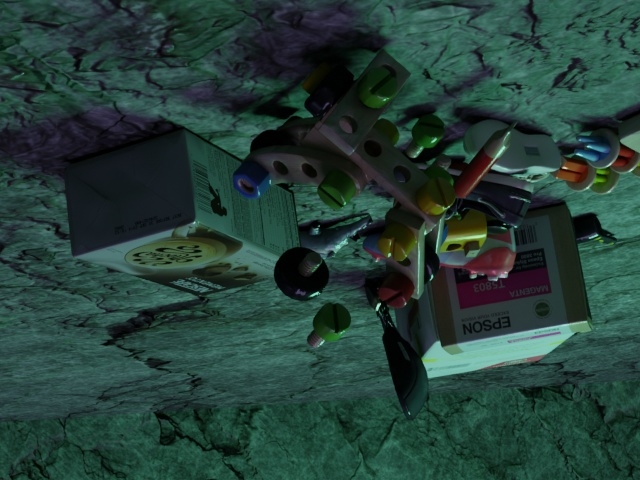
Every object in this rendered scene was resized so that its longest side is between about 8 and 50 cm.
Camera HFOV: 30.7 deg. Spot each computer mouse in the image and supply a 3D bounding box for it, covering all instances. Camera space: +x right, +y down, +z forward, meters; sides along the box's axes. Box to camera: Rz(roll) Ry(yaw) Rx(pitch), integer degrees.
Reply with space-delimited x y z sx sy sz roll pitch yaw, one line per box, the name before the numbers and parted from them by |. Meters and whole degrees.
computer mouse | 0.141 0.181 2.085 0.060 0.262 0.184 -19 126 5

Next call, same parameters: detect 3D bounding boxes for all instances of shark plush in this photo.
shark plush | 0.000 0.000 1.745 0.161 0.073 0.067 -10 135 25

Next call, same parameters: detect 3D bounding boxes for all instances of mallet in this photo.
mallet | 0.456 -0.006 1.973 0.062 0.039 0.190 -15 167 21

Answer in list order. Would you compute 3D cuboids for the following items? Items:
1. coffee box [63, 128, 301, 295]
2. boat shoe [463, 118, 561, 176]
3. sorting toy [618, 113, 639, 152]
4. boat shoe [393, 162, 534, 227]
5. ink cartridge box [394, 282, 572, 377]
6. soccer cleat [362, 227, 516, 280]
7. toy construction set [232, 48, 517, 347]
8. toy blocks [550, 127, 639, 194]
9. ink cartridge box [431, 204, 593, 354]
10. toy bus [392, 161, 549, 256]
coffee box | -0.160 -0.024 1.450 0.168 0.119 0.297 -15 163 20
boat shoe | 0.226 -0.109 1.453 0.063 0.066 0.184 -22 168 40
sorting toy | 0.549 -0.108 1.432 0.255 0.089 0.257 21 149 -34
boat shoe | 0.167 -0.058 1.480 0.206 0.065 0.075 10 180 29
ink cartridge box | 0.305 0.134 2.157 0.279 0.160 0.384 -7 165 -6
soccer cleat | 0.181 0.001 1.784 0.248 0.095 0.083 9 -173 30
toy construction set | 0.086 -0.086 1.234 0.309 0.257 0.237 -22 161 -33
toy blocks | 0.356 -0.104 1.529 0.148 0.054 0.123 6 159 -41
ink cartridge box | 0.294 0.063 1.839 0.235 0.193 0.088 -12 164 14
toy bus | 0.198 -0.031 1.623 0.202 0.104 0.191 -21 160 41
